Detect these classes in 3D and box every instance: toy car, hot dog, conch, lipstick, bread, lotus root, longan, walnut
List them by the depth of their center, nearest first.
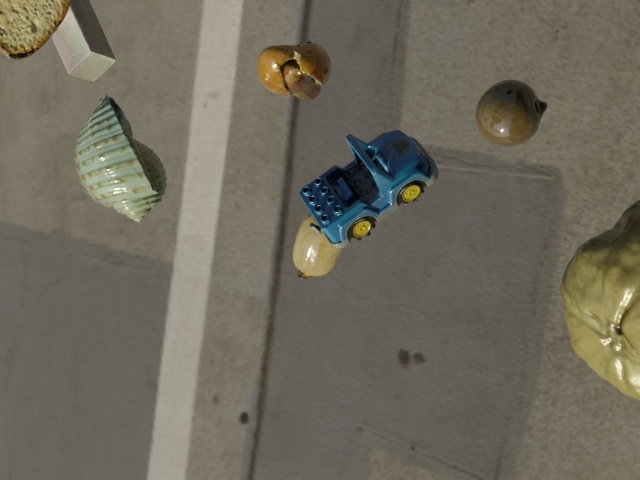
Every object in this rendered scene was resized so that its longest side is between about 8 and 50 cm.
[{"bbox_3d":[-0.031,-0.202,1.013,0.090,0.140,0.060,-10,94,-3],"label":"hot dog"},{"bbox_3d":[-0.256,-0.095,1.051,0.153,0.102,0.135,55,167,-19],"label":"conch"},{"bbox_3d":[-0.397,-0.313,1.086,0.129,0.126,0.044,-47,23,0],"label":"bread"},{"bbox_3d":[0.470,0.071,1.122,0.253,0.277,0.282,9,132,52],"label":"walnut"},{"bbox_3d":[0.057,-0.081,1.139,0.191,0.100,0.097,-35,50,4],"label":"toy car"},{"bbox_3d":[0.000,0.000,1.244,0.073,0.062,0.150,21,122,1],"label":"lotus root"},{"bbox_3d":[0.299,-0.201,1.312,0.113,0.092,0.113,-2,65,5],"label":"longan"},{"bbox_3d":[-0.460,-0.431,1.486,0.068,0.066,0.317,-36,70,23],"label":"lipstick"}]
